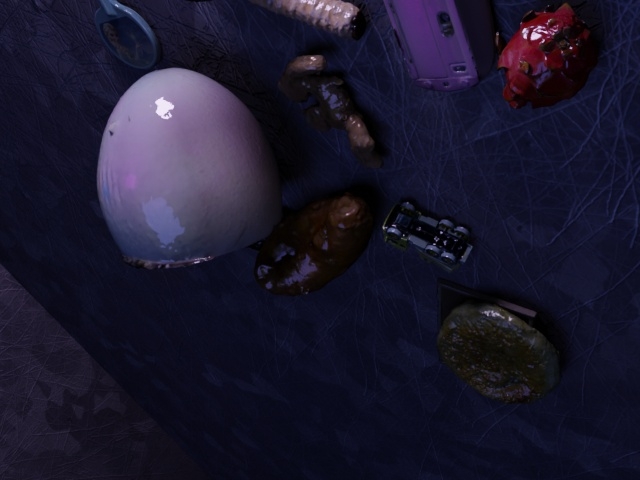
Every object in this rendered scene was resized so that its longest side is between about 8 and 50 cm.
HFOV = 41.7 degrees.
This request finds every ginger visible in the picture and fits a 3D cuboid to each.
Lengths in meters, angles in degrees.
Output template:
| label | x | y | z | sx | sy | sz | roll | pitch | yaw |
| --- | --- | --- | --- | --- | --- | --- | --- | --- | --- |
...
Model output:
| label | x | y | z | sx | sy | sz | roll | pitch | yaw |
| --- | --- | --- | --- | --- | --- | --- | --- | --- | --- |
| ginger | 0.000 | 0.000 | 1.720 | 0.321 | 0.172 | 0.165 | -39 | 81 | 36 |
| ginger | 0.021 | -0.228 | 1.513 | 0.258 | 0.065 | 0.149 | 49 | 158 | -28 |

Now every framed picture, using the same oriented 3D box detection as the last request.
| label | x | y | z | sx | sy | sz | roll | pitch | yaw |
| --- | --- | --- | --- | --- | --- | --- | --- | --- | --- |
| framed picture | 0.346 | 0.210 | 1.782 | 0.213 | 0.016 | 0.289 | 20 | 143 | 25 |

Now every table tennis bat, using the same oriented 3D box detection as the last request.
| label | x | y | z | sx | sy | sz | roll | pitch | yaw |
| --- | --- | --- | --- | --- | --- | --- | --- | --- | --- |
| table tennis bat | -0.401 | -0.438 | 1.662 | 0.149 | 0.038 | 0.237 | 12 | 142 | 34 |

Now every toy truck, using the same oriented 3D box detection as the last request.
| label | x | y | z | sx | sy | sz | roll | pitch | yaw |
| --- | --- | --- | --- | --- | --- | --- | --- | --- | --- |
| toy truck | 0.204 | 0.002 | 1.609 | 0.169 | 0.077 | 0.100 | 24 | 158 | 13 |

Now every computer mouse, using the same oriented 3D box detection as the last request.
| label | x | y | z | sx | sy | sz | roll | pitch | yaw |
| --- | --- | --- | --- | --- | --- | --- | --- | --- | --- |
| computer mouse | 0.155 | -0.357 | 1.214 | 0.158 | 0.072 | 0.310 | 5 | 135 | 37 |

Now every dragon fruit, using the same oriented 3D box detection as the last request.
| label | x | y | z | sx | sy | sz | roll | pitch | yaw |
| --- | --- | --- | --- | --- | --- | --- | --- | --- | --- |
| dragon fruit | 0.314 | -0.248 | 1.162 | 0.166 | 0.133 | 0.136 | 117 | 141 | -55 |

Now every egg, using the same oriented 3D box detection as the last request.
| label | x | y | z | sx | sy | sz | roll | pitch | yaw |
| --- | --- | --- | --- | --- | --- | --- | --- | --- | --- |
| egg | -0.265 | -0.162 | 1.617 | 0.355 | 0.354 | 0.339 | 6 | 116 | 38 |

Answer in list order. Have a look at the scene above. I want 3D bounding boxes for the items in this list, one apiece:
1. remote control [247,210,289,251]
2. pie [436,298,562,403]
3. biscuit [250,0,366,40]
| label | x | y | z | sx | sy | sz | roll | pitch | yaw |
| --- | --- | --- | --- | --- | --- | --- | --- | --- | --- |
| remote control | -0.218 | -0.059 | 1.928 | 0.399 | 0.062 | 0.144 | 18 | 141 | 26 |
| pie | 0.362 | 0.225 | 1.711 | 0.277 | 0.078 | 0.277 | 21 | 139 | 20 |
| biscuit | -0.026 | -0.382 | 1.364 | 0.219 | 0.055 | 0.061 | 24 | 160 | 19 |
